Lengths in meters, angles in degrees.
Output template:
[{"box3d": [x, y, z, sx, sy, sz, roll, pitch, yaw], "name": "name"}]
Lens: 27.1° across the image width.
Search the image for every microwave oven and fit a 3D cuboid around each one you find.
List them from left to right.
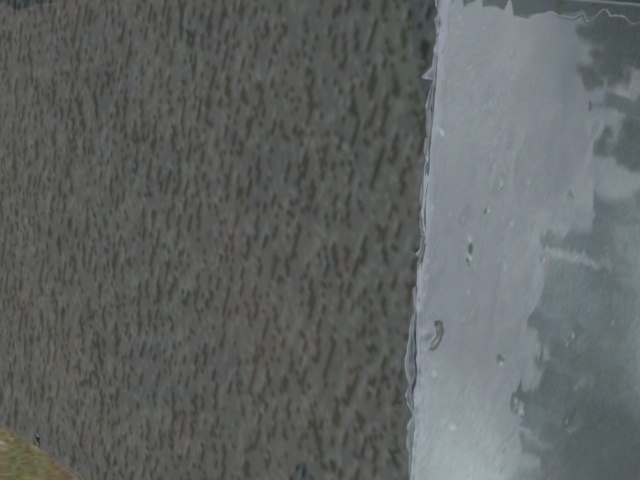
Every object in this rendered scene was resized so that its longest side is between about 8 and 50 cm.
[{"box3d": [0.000, 0.000, 0.766, 0.236, 0.432, 0.374, -5, 100, -37], "name": "microwave oven"}]
